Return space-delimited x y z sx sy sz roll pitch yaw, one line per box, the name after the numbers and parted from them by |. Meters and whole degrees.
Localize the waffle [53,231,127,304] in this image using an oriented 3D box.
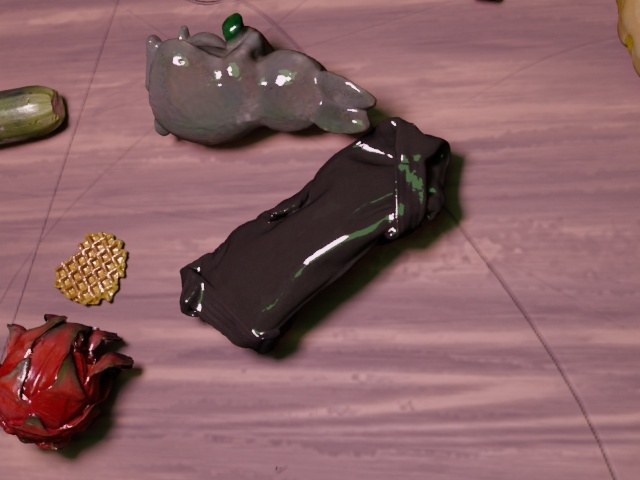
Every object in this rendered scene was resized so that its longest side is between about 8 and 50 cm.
-0.249 0.029 1.543 0.078 0.016 0.085 26 84 19 | waffle

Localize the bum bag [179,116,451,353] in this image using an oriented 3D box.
0.000 0.000 1.440 0.326 0.079 0.142 -35 60 9 | bum bag

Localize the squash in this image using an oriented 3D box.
-0.403 -0.135 1.616 0.228 0.066 0.066 -8 72 15 | squash

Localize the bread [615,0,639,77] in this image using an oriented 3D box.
0.384 -0.222 1.359 0.213 0.105 0.213 -4 77 18 | bread

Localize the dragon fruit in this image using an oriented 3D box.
-0.278 0.146 1.471 0.121 0.130 0.142 -5 71 52 | dragon fruit

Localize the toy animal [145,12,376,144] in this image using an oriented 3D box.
-0.054 -0.157 1.489 0.251 0.127 0.125 13 51 14 | toy animal
